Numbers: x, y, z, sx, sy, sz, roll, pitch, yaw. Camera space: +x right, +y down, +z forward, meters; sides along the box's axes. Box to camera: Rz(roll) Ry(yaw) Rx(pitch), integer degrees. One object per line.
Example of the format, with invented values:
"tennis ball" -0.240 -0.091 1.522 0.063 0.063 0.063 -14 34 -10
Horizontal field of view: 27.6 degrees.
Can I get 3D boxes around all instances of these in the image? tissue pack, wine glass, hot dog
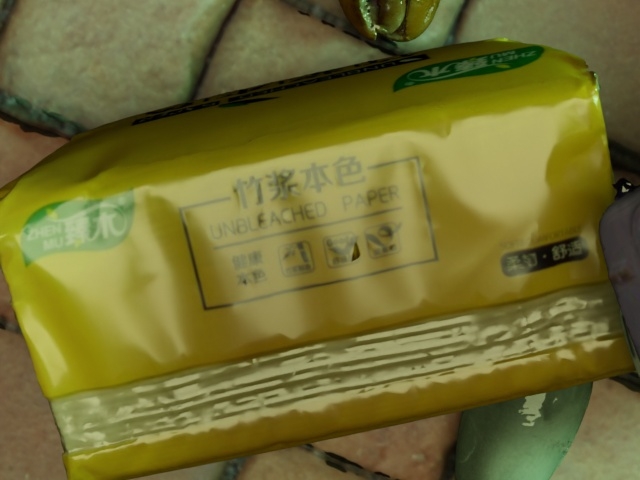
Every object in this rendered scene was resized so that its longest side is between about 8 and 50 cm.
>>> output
"tissue pack" 0.000 0.000 0.912 0.381 0.293 0.228 -11 101 1
"wine glass" 0.212 0.248 1.057 0.264 0.096 0.310 19 98 -2
"hot dog" 0.055 -0.223 0.994 0.089 0.060 0.140 7 96 -7

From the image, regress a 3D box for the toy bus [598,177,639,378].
"toy bus" 0.353 0.014 0.796 0.249 0.440 0.209 -26 82 33
